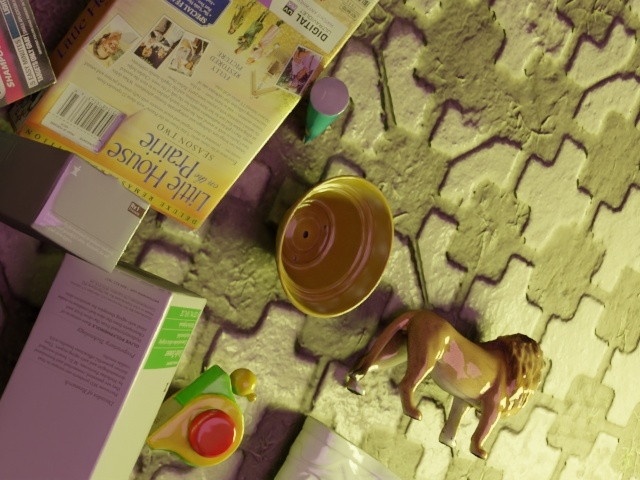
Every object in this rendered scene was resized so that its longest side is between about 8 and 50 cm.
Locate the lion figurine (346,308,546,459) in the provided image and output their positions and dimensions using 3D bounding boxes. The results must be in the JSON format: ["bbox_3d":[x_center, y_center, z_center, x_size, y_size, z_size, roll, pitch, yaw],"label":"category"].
[{"bbox_3d":[0.224,0.211,1.933,0.392,0.142,0.240,34,75,-35],"label":"lion figurine"}]

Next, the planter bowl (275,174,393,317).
[{"bbox_3d":[0.000,0.000,1.717,0.217,0.090,0.217,-12,111,-35],"label":"planter bowl"}]

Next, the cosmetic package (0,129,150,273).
[{"bbox_3d":[-0.324,-0.052,1.348,0.127,0.238,0.107,36,81,-39],"label":"cosmetic package"}]

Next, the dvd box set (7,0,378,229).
[{"bbox_3d":[-0.150,-0.241,1.453,0.307,0.062,0.420,29,105,-40],"label":"dvd box set"}]

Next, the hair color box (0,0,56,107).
[{"bbox_3d":[-0.487,-0.192,1.264,0.347,0.105,0.174,-30,120,-27],"label":"hair color box"}]

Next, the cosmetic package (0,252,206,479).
[{"bbox_3d":[-0.302,0.208,1.457,0.197,0.155,0.366,26,86,-81],"label":"cosmetic package"}]

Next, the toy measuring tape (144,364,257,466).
[{"bbox_3d":[-0.216,0.305,1.636,0.330,0.121,0.121,-39,125,-13],"label":"toy measuring tape"}]

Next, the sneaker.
[{"bbox_3d":[0.038,0.424,1.881,0.292,0.108,0.169,38,81,-29],"label":"sneaker"}]

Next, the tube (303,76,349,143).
[{"bbox_3d":[0.005,-0.185,1.611,0.052,0.207,0.080,34,84,-2],"label":"tube"}]
